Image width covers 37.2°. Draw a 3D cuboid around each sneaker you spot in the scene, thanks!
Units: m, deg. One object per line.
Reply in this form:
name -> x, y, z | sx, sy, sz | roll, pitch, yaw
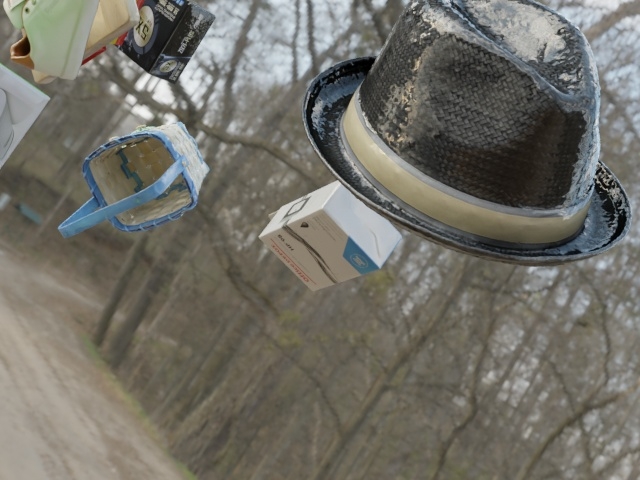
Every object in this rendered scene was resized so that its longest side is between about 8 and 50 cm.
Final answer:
sneaker -> -0.386, -0.357, 1.368 | 0.123, 0.290, 0.106 | 8, 42, -24

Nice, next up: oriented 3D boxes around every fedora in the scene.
fedora -> 0.146, -0.128, 0.850 | 0.334, 0.334, 0.152 | 29, -53, 19

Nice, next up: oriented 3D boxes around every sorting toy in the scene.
sorting toy -> -0.401, -0.429, 1.602 | 0.255, 0.257, 0.089 | -21, -9, 36

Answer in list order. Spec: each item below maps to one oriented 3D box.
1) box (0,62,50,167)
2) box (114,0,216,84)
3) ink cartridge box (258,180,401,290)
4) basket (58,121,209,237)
box -> -0.534, -0.174, 1.239 | 0.127, 0.231, 0.262 | 33, -4, 30
box -> -0.302, -0.394, 1.713 | 0.180, 0.147, 0.077 | 41, 14, 28
ink cartridge box -> 0.000, 0.000, 1.166 | 0.104, 0.060, 0.180 | 45, -34, -15
basket -> -0.377, -0.113, 1.932 | 0.255, 0.289, 0.201 | -20, -66, 24
